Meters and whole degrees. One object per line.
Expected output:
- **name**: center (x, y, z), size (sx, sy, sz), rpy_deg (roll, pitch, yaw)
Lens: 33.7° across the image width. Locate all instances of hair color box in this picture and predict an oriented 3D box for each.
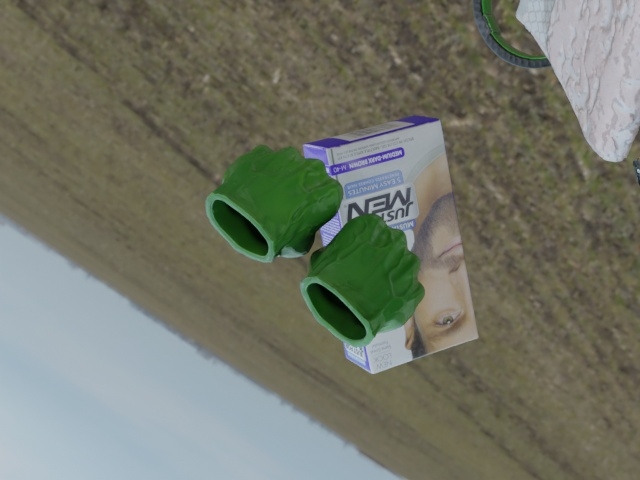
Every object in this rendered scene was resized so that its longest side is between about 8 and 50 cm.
- **hair color box**: center (0.105, 0.003, 1.555), size (0.110, 0.185, 0.338), rpy_deg (-156, 52, -66)

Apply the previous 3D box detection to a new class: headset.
- **headset**: center (0.460, -0.459, 1.851), size (0.394, 0.185, 0.243), rpy_deg (-24, 86, 37)

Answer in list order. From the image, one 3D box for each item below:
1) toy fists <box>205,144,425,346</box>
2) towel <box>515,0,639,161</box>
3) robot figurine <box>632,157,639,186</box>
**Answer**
- **toy fists**: center (0.000, 0.000, 1.252), size (0.279, 0.142, 0.096), rpy_deg (41, 145, 9)
- **towel**: center (0.321, -0.312, 1.215), size (0.331, 0.054, 0.317), rpy_deg (95, 164, -44)
- **robot figurine**: center (0.427, -0.035, 1.028), size (0.291, 0.085, 0.211), rpy_deg (56, 155, 26)
